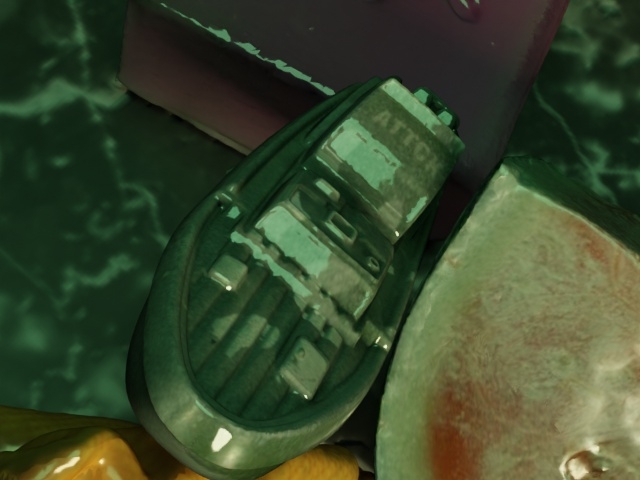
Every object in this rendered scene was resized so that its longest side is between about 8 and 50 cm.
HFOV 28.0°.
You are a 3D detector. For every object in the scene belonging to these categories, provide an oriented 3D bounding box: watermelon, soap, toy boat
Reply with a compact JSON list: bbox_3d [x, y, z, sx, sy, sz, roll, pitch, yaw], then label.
[{"bbox_3d":[0.154,0.102,0.491,0.318,0.226,0.148,69,24,-6],"label":"watermelon"},{"bbox_3d":[0.039,-0.148,0.643,0.181,0.081,0.259,29,62,-1],"label":"soap"},{"bbox_3d":[0.000,0.000,0.429,0.078,0.085,0.260,42,26,-4],"label":"toy boat"}]

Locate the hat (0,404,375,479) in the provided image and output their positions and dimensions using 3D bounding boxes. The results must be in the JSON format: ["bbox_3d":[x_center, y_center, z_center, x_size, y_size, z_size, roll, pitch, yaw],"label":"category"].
[{"bbox_3d":[-0.066,0.121,0.467,0.233,0.244,0.233,-13,107,-43],"label":"hat"}]
